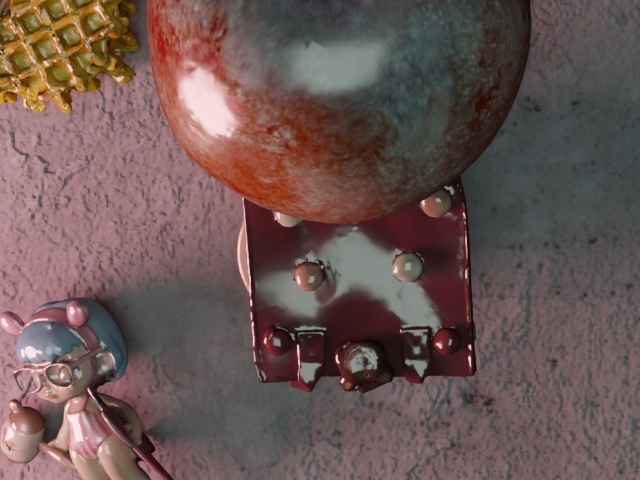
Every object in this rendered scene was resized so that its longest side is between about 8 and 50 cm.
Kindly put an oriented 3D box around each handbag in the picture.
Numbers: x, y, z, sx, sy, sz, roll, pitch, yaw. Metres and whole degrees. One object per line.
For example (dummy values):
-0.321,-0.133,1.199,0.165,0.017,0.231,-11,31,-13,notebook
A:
0.033,0.030,1.635,0.203,0.074,0.216,-2,104,6,handbag

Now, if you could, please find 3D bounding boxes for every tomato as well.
0.014,-0.171,1.492,0.317,0.282,0.316,0,86,5,tomato

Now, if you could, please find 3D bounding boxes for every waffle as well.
-0.270,-0.215,1.700,0.197,0.070,0.193,1,106,3,waffle

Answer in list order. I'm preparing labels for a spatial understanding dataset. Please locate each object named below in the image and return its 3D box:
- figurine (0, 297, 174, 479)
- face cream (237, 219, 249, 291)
-0.232,0.175,1.801,0.205,0.103,0.260,-8,110,43,figurine
0.000,0.000,1.722,0.149,0.104,0.149,1,105,4,face cream
